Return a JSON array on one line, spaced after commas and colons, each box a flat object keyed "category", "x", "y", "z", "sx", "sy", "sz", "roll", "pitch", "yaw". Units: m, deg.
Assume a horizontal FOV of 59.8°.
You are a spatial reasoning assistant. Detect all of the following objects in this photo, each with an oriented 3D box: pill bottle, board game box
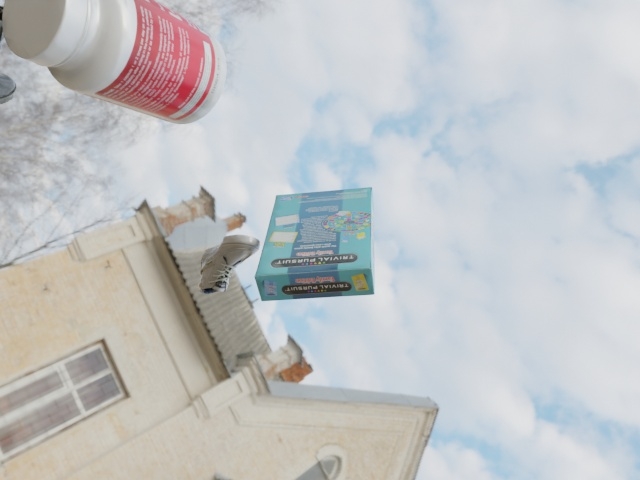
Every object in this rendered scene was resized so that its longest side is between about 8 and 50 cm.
[{"category": "pill bottle", "x": -0.397, "y": -0.388, "z": 1.127, "sx": 0.229, "sy": 0.408, "sz": 0.228, "roll": -1, "pitch": -93, "yaw": 27}, {"category": "board game box", "x": 0.000, "y": 0.000, "z": 1.326, "sx": 0.254, "sy": 0.336, "sz": 0.079, "roll": -4, "pitch": -54, "yaw": 9}]

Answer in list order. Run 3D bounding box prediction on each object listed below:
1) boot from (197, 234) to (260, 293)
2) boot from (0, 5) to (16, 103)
[{"category": "boot", "x": -0.235, "y": 0.070, "z": 1.410, "sx": 0.258, "sy": 0.095, "sz": 0.123, "roll": -25, "pitch": -127, "yaw": 56}, {"category": "boot", "x": -0.652, "y": -0.367, "z": 1.099, "sx": 0.076, "sy": 0.189, "sz": 0.208, "roll": 24, "pitch": -60, "yaw": -9}]
